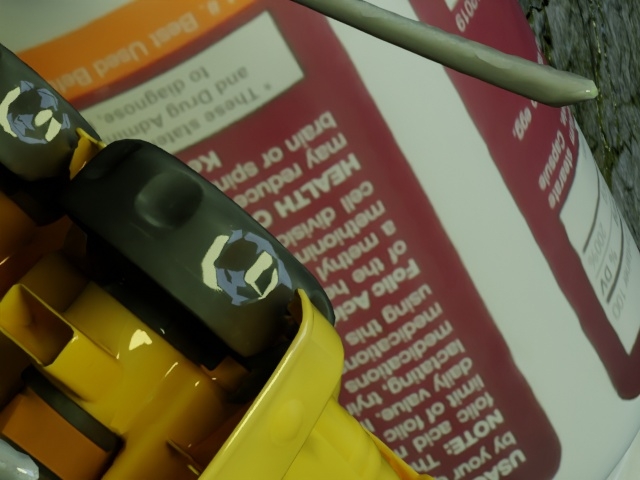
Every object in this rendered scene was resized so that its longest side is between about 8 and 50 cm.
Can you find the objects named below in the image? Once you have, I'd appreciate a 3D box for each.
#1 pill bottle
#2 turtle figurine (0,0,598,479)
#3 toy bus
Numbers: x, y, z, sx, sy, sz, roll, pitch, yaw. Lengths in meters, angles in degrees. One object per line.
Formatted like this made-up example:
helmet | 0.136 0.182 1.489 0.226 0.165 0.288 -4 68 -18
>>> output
pill bottle | 0.000 0.000 0.732 0.392 0.224 0.224 60 27 -30
turtle figurine | -0.128 -0.067 0.425 0.198 0.266 0.274 -58 131 -31
toy bus | -0.065 0.060 0.548 0.220 0.149 0.211 35 -5 40
